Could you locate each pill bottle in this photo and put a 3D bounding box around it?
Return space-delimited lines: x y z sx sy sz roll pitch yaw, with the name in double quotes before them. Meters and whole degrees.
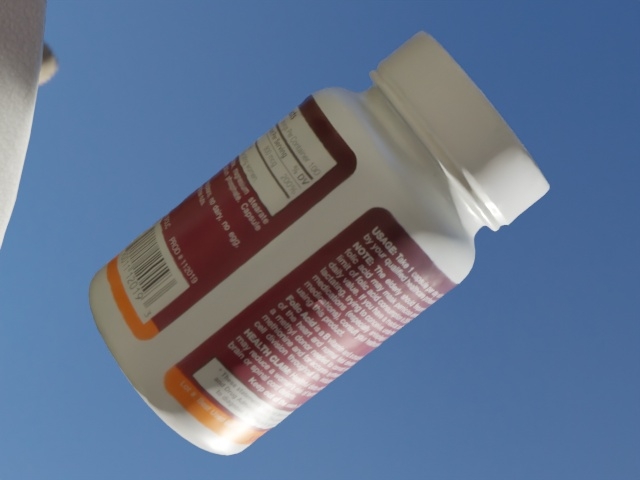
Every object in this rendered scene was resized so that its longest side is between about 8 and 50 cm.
"pill bottle" 0.000 0.000 1.033 0.392 0.224 0.224 -38 -124 8

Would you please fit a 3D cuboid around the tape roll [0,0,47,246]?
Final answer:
"tape roll" -0.254 -0.115 0.601 0.392 0.072 0.392 -4 -95 54
